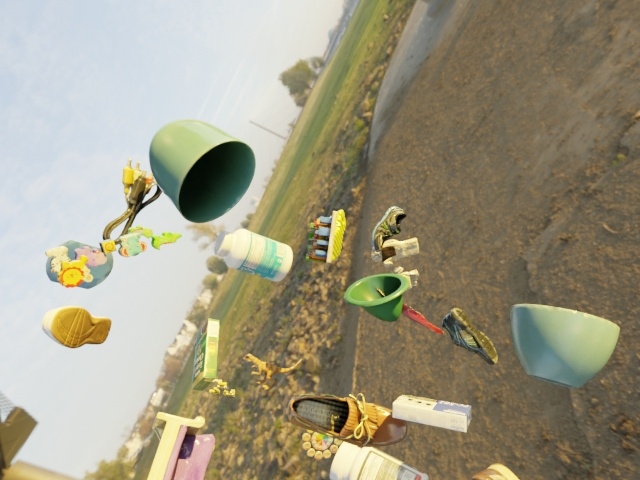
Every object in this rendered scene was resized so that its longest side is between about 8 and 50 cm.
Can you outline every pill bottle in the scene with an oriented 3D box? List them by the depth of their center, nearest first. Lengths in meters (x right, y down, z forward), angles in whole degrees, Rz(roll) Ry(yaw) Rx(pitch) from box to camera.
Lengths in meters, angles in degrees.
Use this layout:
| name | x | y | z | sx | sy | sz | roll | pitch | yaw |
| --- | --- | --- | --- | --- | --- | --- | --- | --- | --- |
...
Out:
| name | x | y | z | sx | sy | sz | roll | pitch | yaw |
| --- | --- | --- | --- | --- | --- | --- | --- | --- | --- |
| pill bottle | -0.244 | 0.048 | 1.474 | 0.146 | 0.263 | 0.146 | -37 | 42 | 42 |
| pill bottle | 0.236 | 0.974 | 1.654 | 0.210 | 0.362 | 0.211 | -37 | -45 | -50 |

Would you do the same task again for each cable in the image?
| name | x | y | z | sx | sy | sz | roll | pitch | yaw |
| --- | --- | --- | --- | --- | --- | --- | --- | --- | --- |
| cable | -0.616 | -0.115 | 1.333 | 0.139 | 0.072 | 0.288 | 31 | -105 | -56 |

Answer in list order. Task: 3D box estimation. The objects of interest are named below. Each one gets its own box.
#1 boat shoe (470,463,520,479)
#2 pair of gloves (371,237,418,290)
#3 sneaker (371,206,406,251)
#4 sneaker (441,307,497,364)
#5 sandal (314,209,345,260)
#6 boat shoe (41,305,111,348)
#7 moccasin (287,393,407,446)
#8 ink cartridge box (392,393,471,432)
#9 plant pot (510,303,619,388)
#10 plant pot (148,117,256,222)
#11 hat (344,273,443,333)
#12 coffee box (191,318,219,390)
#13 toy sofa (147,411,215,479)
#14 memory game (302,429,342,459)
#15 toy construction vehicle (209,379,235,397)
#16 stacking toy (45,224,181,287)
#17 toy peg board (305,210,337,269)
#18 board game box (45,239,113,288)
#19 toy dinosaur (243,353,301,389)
| name | x | y | z | sx | sy | sz | roll | pitch | yaw |
| --- | --- | --- | --- | --- | --- | --- | --- | --- | --- |
| boat shoe | 0.532 | 0.729 | 1.037 | 0.342 | 0.123 | 0.124 | 40 | 120 | 55 |
| pair of gloves | 0.312 | 0.112 | 1.702 | 0.042 | 0.203 | 0.241 | -98 | 4 | -68 |
| sneaker | 0.250 | -0.040 | 1.489 | 0.188 | 0.078 | 0.067 | -56 | -37 | -11 |
| sneaker | 0.619 | 0.409 | 1.696 | 0.101 | 0.267 | 0.106 | -10 | -34 | -53 |
| sandal | 0.033 | -0.019 | 1.929 | 0.318 | 0.138 | 0.126 | -73 | -26 | -50 |
| boat shoe | -0.639 | 0.220 | 1.040 | 0.277 | 0.096 | 0.098 | 105 | 178 | -71 |
| moccasin | 0.086 | 0.551 | 1.275 | 0.147 | 0.379 | 0.139 | 99 | -172 | -62 |
| ink cartridge box | 0.322 | 0.496 | 1.181 | 0.097 | 0.206 | 0.046 | 5 | -95 | -62 |
| plant pot | 0.717 | 0.329 | 1.233 | 0.290 | 0.289 | 0.196 | 145 | 143 | -72 |
| plant pot | -0.388 | -0.241 | 1.272 | 0.293 | 0.235 | 0.293 | -42 | -22 | -22 |
| hat | 0.185 | 0.208 | 1.116 | 0.208 | 0.184 | 0.173 | -1 | 24 | 46 |
| coffee box | -0.345 | 0.342 | 1.226 | 0.113 | 0.040 | 0.184 | -45 | 39 | 41 |
| toy sofa | -0.363 | 0.614 | 0.959 | 0.150 | 0.176 | 0.363 | 124 | 161 | -49 |
| memory game | 0.008 | 0.871 | 1.783 | 0.186 | 0.186 | 0.012 | -66 | 14 | -2 |
| toy construction vehicle | -0.380 | 0.567 | 1.568 | 0.086 | 0.098 | 0.035 | 87 | -172 | -45 |
| stacking toy | -0.408 | 0.023 | 0.802 | 0.166 | 0.221 | 0.052 | 10 | 114 | 47 |
| toy peg board | 0.000 | 0.000 | 1.290 | 0.161 | 0.079 | 0.162 | 102 | 176 | -79 |
| board game box | -0.689 | 0.065 | 1.166 | 0.033 | 0.168 | 0.133 | 36 | 97 | 44 |
| toy dinosaur | -0.170 | 0.455 | 1.421 | 0.113 | 0.211 | 0.064 | -69 | 22 | 1 |
